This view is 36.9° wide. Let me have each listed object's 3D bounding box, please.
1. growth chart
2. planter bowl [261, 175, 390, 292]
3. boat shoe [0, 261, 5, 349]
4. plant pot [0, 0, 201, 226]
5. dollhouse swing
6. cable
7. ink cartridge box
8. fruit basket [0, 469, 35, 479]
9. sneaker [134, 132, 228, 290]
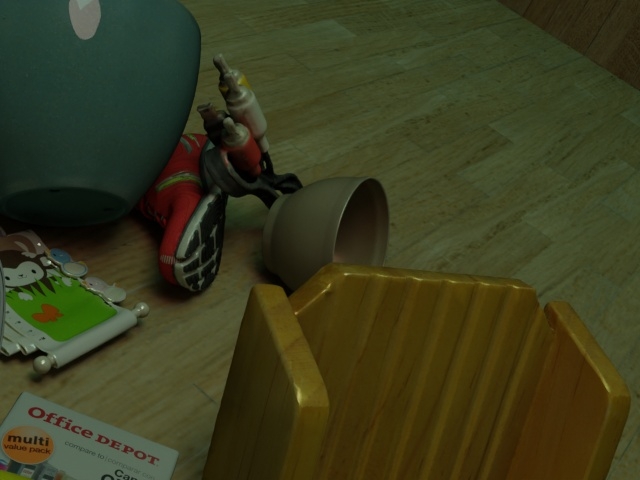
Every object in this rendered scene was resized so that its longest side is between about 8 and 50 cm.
[{"bbox_3d":[-0.298,0.041,0.925,0.237,0.021,0.172,30,32,10],"label":"growth chart"},{"bbox_3d":[0.000,0.000,1.106,0.109,0.162,0.162,10,25,24],"label":"planter bowl"},{"bbox_3d":[-0.272,0.125,0.603,0.108,0.102,0.301,33,64,-29],"label":"boat shoe"},{"bbox_3d":[-0.267,-0.125,1.002,0.290,0.290,0.195,5,72,-31],"label":"plant pot"},{"bbox_3d":[0.126,0.224,0.747,0.347,0.315,0.305,6,17,-31],"label":"dollhouse swing"},{"bbox_3d":[-0.059,-0.080,1.107,0.287,0.072,0.139,49,28,-51],"label":"cable"},{"bbox_3d":[-0.192,0.218,0.650,0.128,0.127,0.176,23,31,-6],"label":"ink cartridge box"},{"bbox_3d":[-0.125,0.238,0.405,0.392,0.283,0.392,6,61,-11],"label":"fruit basket"},{"bbox_3d":[-0.167,-0.037,1.097,0.118,0.107,0.279,3,31,-3],"label":"sneaker"}]
